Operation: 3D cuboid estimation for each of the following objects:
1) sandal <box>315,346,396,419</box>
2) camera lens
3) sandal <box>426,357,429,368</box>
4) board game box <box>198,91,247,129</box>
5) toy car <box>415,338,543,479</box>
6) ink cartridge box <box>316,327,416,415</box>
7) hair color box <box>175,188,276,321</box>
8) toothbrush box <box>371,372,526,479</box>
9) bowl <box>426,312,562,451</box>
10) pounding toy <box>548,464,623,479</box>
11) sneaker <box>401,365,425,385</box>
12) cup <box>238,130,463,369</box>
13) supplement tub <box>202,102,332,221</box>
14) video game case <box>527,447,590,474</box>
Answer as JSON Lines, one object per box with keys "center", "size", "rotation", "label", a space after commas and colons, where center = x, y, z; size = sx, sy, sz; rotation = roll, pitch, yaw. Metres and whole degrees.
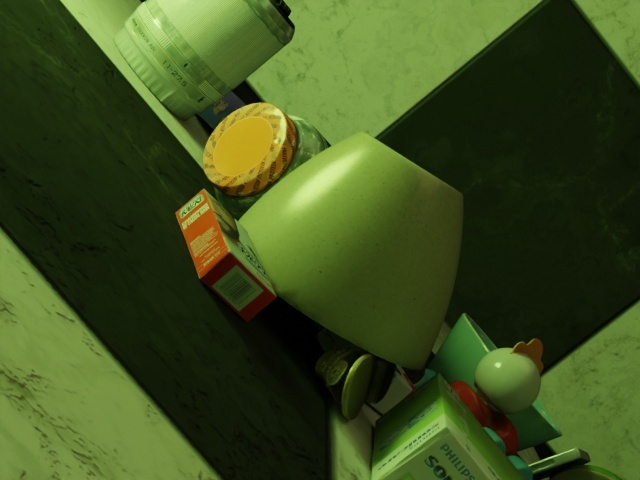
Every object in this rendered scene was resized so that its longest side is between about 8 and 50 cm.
{"center": [0.032, 0.180, 1.529], "size": [0.079, 0.088, 0.240], "rotation": [18, 2, 17], "label": "sandal"}
{"center": [-0.200, -0.375, 2.057], "size": [0.219, 0.274, 0.219], "rotation": [50, 7, -8], "label": "camera lens"}
{"center": [0.190, 0.220, 2.475], "size": [0.097, 0.054, 0.254], "rotation": [43, 16, -3], "label": "sandal"}
{"center": [-0.092, -0.166, 2.273], "size": [0.347, 0.078, 0.233], "rotation": [44, 3, 27], "label": "board game box"}
{"center": [0.309, 0.273, 1.978], "size": [0.210, 0.238, 0.219], "rotation": [46, 0, -40], "label": "toy car"}
{"center": [0.072, 0.188, 1.717], "size": [0.150, 0.063, 0.109], "rotation": [45, 9, -47], "label": "ink cartridge box"}
{"center": [-0.118, 0.016, 1.422], "size": [0.093, 0.053, 0.167], "rotation": [46, 7, -33], "label": "hair color box"}
{"center": [0.174, 0.311, 1.477], "size": [0.206, 0.122, 0.283], "rotation": [51, 6, -3], "label": "toothbrush box"}
{"center": [0.324, 0.314, 2.319], "size": [0.311, 0.163, 0.311], "rotation": [51, 6, -7], "label": "bowl"}
{"center": [0.500, 0.491, 2.173], "size": [0.183, 0.237, 0.110], "rotation": [49, 37, 0], "label": "pounding toy"}
{"center": [0.095, 0.162, 1.872], "size": [0.211, 0.080, 0.081], "rotation": [45, -20, 32], "label": "sneaker"}
{"center": [0.065, -0.009, 1.604], "size": [0.331, 0.237, 0.331], "rotation": [32, 5, -3], "label": "cup"}
{"center": [-0.038, -0.070, 1.835], "size": [0.316, 0.194, 0.193], "rotation": [45, 8, -47], "label": "supplement tub"}
{"center": [0.409, 0.433, 2.168], "size": [0.201, 0.183, 0.023], "rotation": [34, 35, -68], "label": "video game case"}
